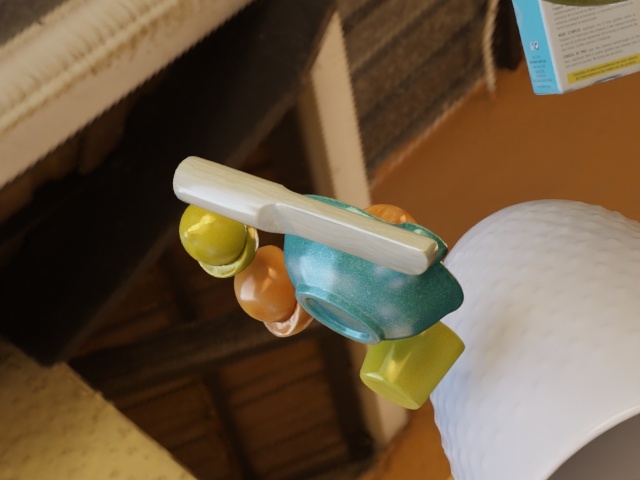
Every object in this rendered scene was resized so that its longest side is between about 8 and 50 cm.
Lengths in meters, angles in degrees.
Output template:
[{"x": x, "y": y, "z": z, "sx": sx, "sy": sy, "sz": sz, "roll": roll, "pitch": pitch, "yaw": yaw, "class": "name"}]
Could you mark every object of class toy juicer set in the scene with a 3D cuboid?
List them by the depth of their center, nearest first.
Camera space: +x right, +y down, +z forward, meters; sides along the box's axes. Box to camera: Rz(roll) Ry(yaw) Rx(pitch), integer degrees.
[{"x": 0.000, "y": 0.000, "z": 0.834, "sx": 0.089, "sy": 0.209, "sz": 0.329, "roll": -59, "pitch": -16, "yaw": -16, "class": "toy juicer set"}]

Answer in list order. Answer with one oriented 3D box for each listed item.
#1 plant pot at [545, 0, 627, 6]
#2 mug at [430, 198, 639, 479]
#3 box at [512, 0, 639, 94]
[{"x": 0.112, "y": -0.318, "z": 0.634, "sx": 0.274, "sy": 0.293, "sz": 0.275, "roll": -25, "pitch": -33, "yaw": -18, "class": "plant pot"}, {"x": 0.250, "y": 0.153, "z": 1.073, "sx": 0.276, "sy": 0.328, "sz": 0.374, "roll": -31, "pitch": -54, "yaw": 7, "class": "mug"}, {"x": 0.217, "y": -0.260, "z": 1.096, "sx": 0.100, "sy": 0.060, "sz": 0.244, "roll": -17, "pitch": -81, "yaw": -13, "class": "box"}]
